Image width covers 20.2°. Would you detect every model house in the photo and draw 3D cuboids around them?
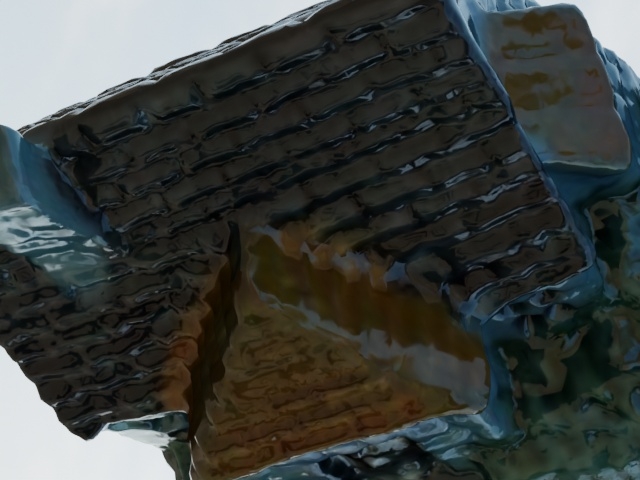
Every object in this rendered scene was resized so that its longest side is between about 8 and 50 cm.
[{"bbox_3d":[0.000,0.000,0.695,0.241,0.261,0.226,34,38,-60],"label":"model house"}]
